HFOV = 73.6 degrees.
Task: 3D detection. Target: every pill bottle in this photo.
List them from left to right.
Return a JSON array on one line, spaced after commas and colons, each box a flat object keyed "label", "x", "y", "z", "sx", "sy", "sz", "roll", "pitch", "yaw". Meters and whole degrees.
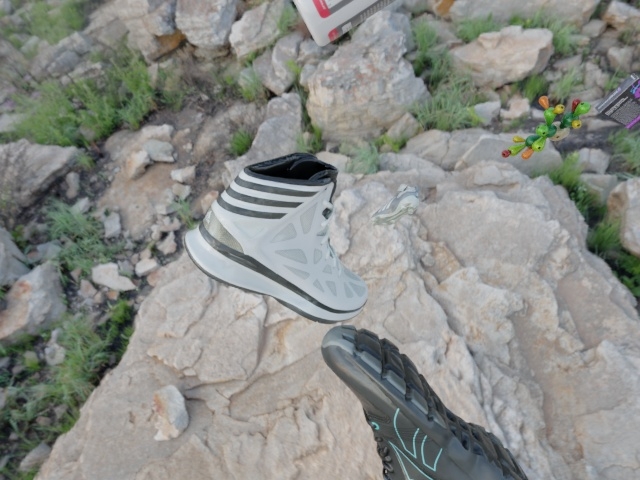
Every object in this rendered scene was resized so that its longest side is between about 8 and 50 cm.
[{"label": "pill bottle", "x": 0.091, "y": -0.520, "z": 0.784, "sx": 0.319, "sy": 0.176, "sz": 0.176, "roll": -28, "pitch": 57, "yaw": 11}]

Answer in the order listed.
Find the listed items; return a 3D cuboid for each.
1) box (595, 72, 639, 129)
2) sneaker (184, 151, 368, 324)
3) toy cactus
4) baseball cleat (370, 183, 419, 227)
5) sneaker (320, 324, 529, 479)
[{"label": "box", "x": 0.849, "y": -0.377, "z": 1.170, "sx": 0.162, "sy": 0.116, "sz": 0.029, "roll": 9, "pitch": 48, "yaw": -30}, {"label": "sneaker", "x": 0.000, "y": 0.000, "z": 0.817, "sx": 0.257, "sy": 0.447, "sz": 0.169, "roll": -50, "pitch": 45, "yaw": 15}, {"label": "toy cactus", "x": 0.591, "y": -0.289, "z": 1.113, "sx": 0.180, "sy": 0.219, "sz": 0.112, "roll": -12, "pitch": 64, "yaw": -42}, {"label": "baseball cleat", "x": 0.243, "y": -0.113, "z": 1.371, "sx": 0.206, "sy": 0.072, "sz": 0.109, "roll": -23, "pitch": 47, "yaw": 51}, {"label": "sneaker", "x": 0.090, "y": 0.197, "z": 0.423, "sx": 0.267, "sy": 0.101, "sz": 0.106, "roll": 44, "pitch": 102, "yaw": -2}]
